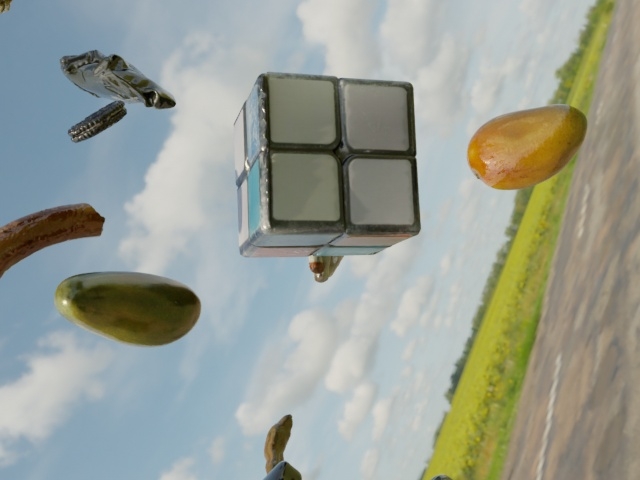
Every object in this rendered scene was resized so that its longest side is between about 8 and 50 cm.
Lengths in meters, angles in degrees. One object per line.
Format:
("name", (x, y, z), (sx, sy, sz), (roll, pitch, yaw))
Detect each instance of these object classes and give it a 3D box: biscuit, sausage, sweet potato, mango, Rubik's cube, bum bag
("biscuit", (-0.319, -0.170, 1.131), (0.027, 0.089, 0.087), (60, -165, -20))
("sausage", (-0.565, 0.004, 1.523), (0.302, 0.076, 0.102), (-30, -62, -31))
("sweet potato", (-0.100, 0.467, 1.756), (0.182, 0.054, 0.053), (-78, 0, -53))
("mango", (-0.342, 0.116, 1.398), (0.289, 0.146, 0.129), (20, -68, -40))
("Rubik's cube", (0.003, -0.139, 1.589), (0.318, 0.314, 0.315), (150, 118, -73))
("bum bag", (-0.378, -0.294, 1.420), (0.142, 0.326, 0.079), (25, -93, -42))
("mango", (0.376, -0.170, 1.439), (0.120, 0.221, 0.151), (41, -135, -49))

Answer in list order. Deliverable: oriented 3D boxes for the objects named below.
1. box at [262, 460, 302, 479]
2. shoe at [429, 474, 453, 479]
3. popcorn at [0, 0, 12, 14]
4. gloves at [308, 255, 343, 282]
("box", (-0.135, 0.474, 1.080), (0.289, 0.073, 0.290), (-54, 3, 25))
("shoe", (0.197, 0.393, 1.068), (0.077, 0.074, 0.194), (-55, 25, 29))
("popcorn", (-0.653, -0.534, 1.450), (0.250, 0.190, 0.250), (172, 90, -74))
("gloves", (0.011, -0.009, 1.873), (0.131, 0.140, 0.218), (-52, 17, 31))
